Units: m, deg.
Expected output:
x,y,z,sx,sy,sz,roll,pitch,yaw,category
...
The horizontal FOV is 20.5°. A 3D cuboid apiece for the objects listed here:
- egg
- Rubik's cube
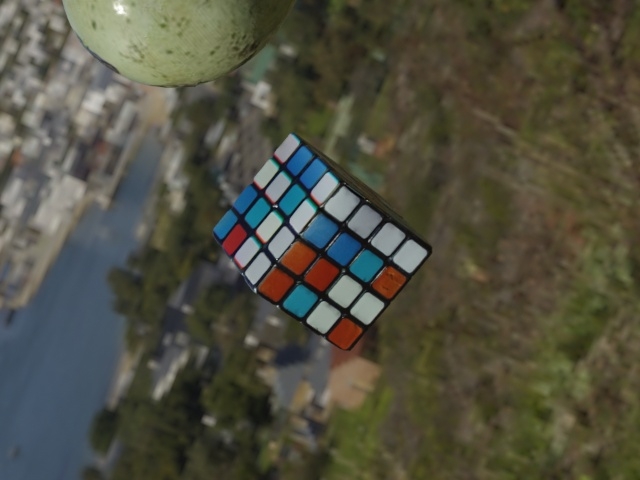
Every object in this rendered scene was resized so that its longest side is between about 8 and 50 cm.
x,y,z,sx,sy,sz,roll,pitch,yaw,category
-0.096,-0.222,1.372,0.228,0.177,0.177,-42,12,-8,egg
0.000,0.000,1.958,0.155,0.154,0.151,-49,35,7,Rubik's cube
